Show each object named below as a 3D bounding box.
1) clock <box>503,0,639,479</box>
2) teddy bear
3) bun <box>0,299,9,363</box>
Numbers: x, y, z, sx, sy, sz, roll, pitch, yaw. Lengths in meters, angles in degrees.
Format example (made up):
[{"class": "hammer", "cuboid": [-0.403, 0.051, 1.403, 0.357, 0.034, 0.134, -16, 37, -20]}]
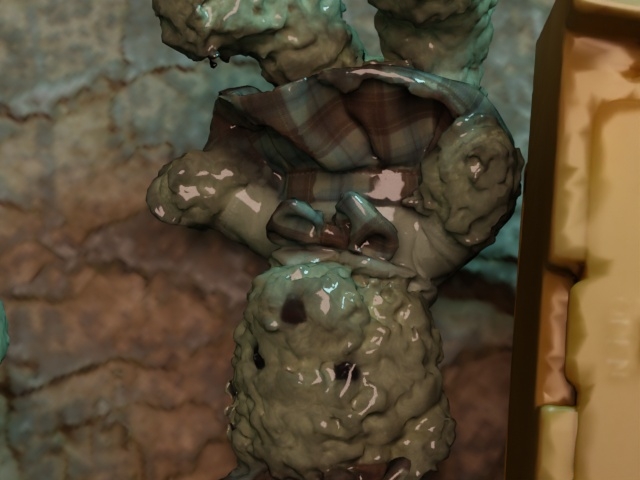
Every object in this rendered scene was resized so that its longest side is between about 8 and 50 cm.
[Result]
[{"class": "clock", "cuboid": [0.213, 0.045, 0.584, 0.317, 0.200, 0.244, 4, 86, 8]}, {"class": "teddy bear", "cuboid": [0.009, -0.008, 0.687, 0.133, 0.111, 0.213, 3, 95, 25]}, {"class": "bun", "cuboid": [-0.201, 0.047, 0.644, 0.204, 0.126, 0.212, -17, 65, -5]}]
